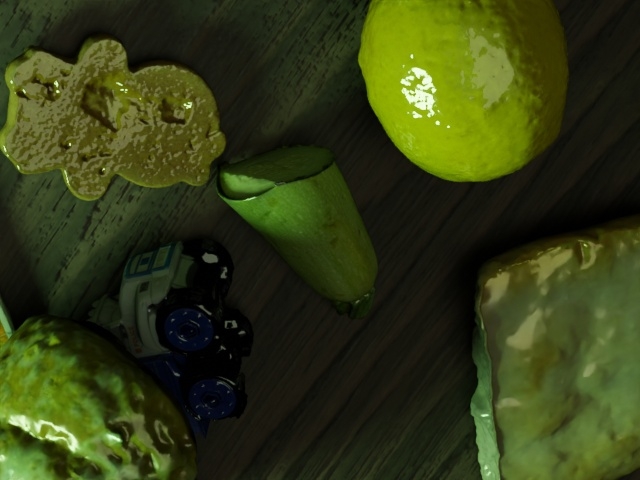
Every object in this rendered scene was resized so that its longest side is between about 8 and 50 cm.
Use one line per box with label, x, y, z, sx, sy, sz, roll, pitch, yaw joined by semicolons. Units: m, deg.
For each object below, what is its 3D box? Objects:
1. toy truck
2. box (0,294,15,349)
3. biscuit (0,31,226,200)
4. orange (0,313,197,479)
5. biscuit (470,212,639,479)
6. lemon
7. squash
toy truck;-0.175;0.113;1.265;0.176;0.161;0.213;-11;116;8
box;-0.419;0.038;1.187;0.122;0.032;0.220;-22;116;-13
biscuit;-0.218;-0.131;1.199;0.248;0.035;0.184;2;110;-23
orange;-0.258;0.268;1.181;0.210;0.270;0.369;-35;128;-43
biscuit;0.385;0.154;1.518;0.446;0.104;0.429;-22;118;-10
lemon;0.159;-0.197;1.218;0.233;0.233;0.288;-25;110;-11
squash;0.013;-0.008;1.301;0.137;0.137;0.287;-43;125;-2
